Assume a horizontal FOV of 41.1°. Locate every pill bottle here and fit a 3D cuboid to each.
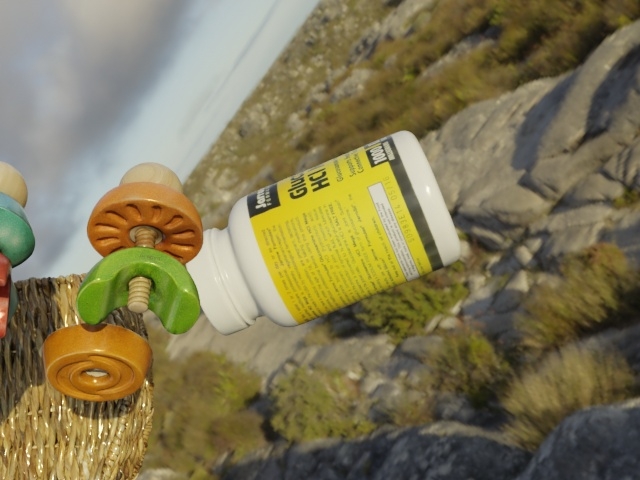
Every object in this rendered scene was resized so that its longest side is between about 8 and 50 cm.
[{"bbox_3d":[0.000,0.000,1.128,0.333,0.188,0.188,-22,15,5],"label":"pill bottle"}]

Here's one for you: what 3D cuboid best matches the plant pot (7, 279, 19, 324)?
[{"bbox_3d":[-0.437,0.063,0.807,0.293,0.235,0.293,-44,19,20],"label":"plant pot"}]

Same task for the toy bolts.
[{"bbox_3d":[-0.234,0.021,0.776,0.218,0.228,0.159,120,154,-44],"label":"toy bolts"}]

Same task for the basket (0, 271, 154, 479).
[{"bbox_3d":[-0.333,0.212,1.217,0.223,0.213,0.299,69,-167,-70],"label":"basket"}]
